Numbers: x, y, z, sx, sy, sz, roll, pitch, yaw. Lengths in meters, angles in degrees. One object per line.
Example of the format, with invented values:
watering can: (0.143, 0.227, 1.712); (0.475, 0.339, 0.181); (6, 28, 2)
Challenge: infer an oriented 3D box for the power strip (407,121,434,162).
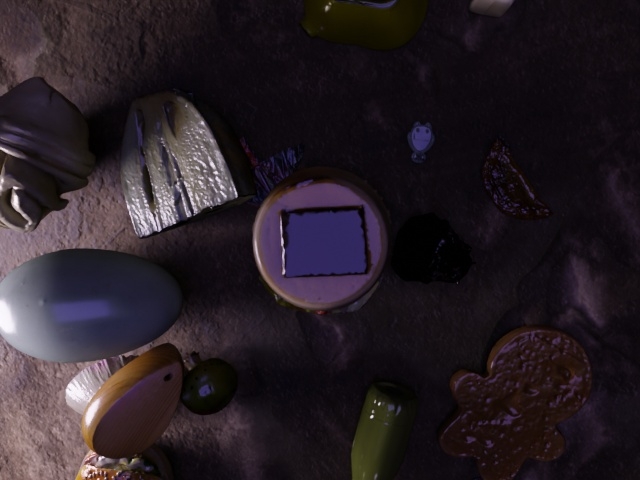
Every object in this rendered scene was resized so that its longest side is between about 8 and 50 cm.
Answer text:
power strip: (0.203, -0.199, 1.199); (0.055, 0.035, 0.083); (8, 95, 4)

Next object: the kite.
kite: (-0.125, -0.130, 1.247); (0.232, 0.009, 0.189); (-28, 94, 7)

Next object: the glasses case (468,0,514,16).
glasses case: (0.356, -0.585, 1.091); (0.070, 0.131, 0.313); (15, 98, 2)

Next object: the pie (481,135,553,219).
pie: (0.379, -0.111, 1.196); (0.088, 0.033, 0.191); (-33, 95, 23)

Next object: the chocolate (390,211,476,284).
chocolate: (0.240, 0.036, 1.194); (0.133, 0.156, 0.156); (25, 99, -26)

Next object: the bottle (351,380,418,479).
bottle: (0.123, 0.434, 1.241); (0.112, 0.112, 0.260); (14, 98, 3)

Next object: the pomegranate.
pomegranate: (-0.239, 0.305, 1.259); (0.130, 0.130, 0.130); (1, 97, 5)

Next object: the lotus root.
lotus root: (-0.278, -0.169, 1.193); (0.266, 0.149, 0.261); (-20, 90, 26)

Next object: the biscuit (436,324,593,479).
biscuit: (0.407, 0.335, 1.237); (0.275, 0.052, 0.355); (32, 97, 0)

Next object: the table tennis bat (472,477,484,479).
table tennis bat: (0.337, 0.538, 1.288); (0.083, 0.007, 0.050); (9, 98, 2)

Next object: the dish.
dish: (0.081, -0.490, 1.138); (0.262, 0.108, 0.221); (2, 96, 4)

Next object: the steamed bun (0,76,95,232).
steamed bun: (-0.557, -0.143, 1.148); (0.289, 0.276, 0.203); (-39, 88, 2)

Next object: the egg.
egg: (-0.465, 0.130, 1.196); (0.370, 0.230, 0.230); (-2, 97, 0)

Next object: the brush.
brush: (-0.387, 0.300, 1.223); (0.267, 0.166, 0.174); (-52, 135, 5)

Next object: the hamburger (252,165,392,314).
hamburger: (0.000, 0.000, 1.174); (0.301, 0.170, 0.302); (0, 93, 2)

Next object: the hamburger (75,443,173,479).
hamburger: (-0.424, 0.535, 1.283); (0.236, 0.147, 0.237); (1, 99, 7)
